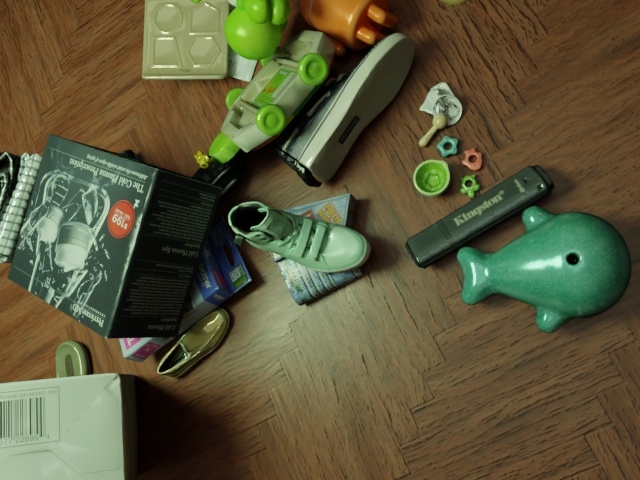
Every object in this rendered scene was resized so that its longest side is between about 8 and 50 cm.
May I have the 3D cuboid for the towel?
[{"bbox_3d":[-0.669,-0.069,1.286,0.121,0.283,0.235,16,85,-7],"label":"towel"}]

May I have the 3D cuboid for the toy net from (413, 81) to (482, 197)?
[{"bbox_3d":[0.241,-0.195,1.090,0.122,0.045,0.232,-1,81,21],"label":"toy net"}]

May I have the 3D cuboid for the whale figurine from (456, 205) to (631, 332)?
[{"bbox_3d":[0.362,0.044,0.955,0.272,0.141,0.216,-6,80,20],"label":"whale figurine"}]

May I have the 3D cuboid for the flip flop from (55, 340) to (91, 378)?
[{"bbox_3d":[-0.555,0.359,1.285,0.112,0.080,0.277,-18,76,17],"label":"flip flop"}]

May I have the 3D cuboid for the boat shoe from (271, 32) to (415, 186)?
[{"bbox_3d":[0.027,-0.284,1.144,0.158,0.127,0.340,40,94,30],"label":"boat shoe"}]

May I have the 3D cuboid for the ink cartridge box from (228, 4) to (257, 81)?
[{"bbox_3d":[-0.238,-0.471,1.324,0.232,0.066,0.189,18,88,1],"label":"ink cartridge box"}]

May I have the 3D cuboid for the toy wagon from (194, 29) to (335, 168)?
[{"bbox_3d":[-0.116,-0.271,1.147,0.344,0.068,0.267,-50,30,2],"label":"toy wagon"}]

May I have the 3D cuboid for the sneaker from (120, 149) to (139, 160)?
[{"bbox_3d":[-0.495,-0.174,1.354,0.217,0.079,0.121,33,91,14],"label":"sneaker"}]

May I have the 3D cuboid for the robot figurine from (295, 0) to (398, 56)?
[{"bbox_3d":[0.049,-0.469,1.162,0.219,0.158,0.128,37,64,22],"label":"robot figurine"}]

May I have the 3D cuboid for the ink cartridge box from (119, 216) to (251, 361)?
[{"bbox_3d":[-0.308,0.095,1.225,0.311,0.065,0.186,-34,58,10],"label":"ink cartridge box"}]

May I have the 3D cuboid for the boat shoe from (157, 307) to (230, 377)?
[{"bbox_3d":[-0.265,0.216,1.202,0.068,0.072,0.190,43,97,21],"label":"boat shoe"}]

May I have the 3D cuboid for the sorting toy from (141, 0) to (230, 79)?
[{"bbox_3d":[-0.297,-0.453,1.286,0.193,0.038,0.208,1,82,5],"label":"sorting toy"}]

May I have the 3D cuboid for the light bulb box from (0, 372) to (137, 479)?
[{"bbox_3d":[-0.526,0.371,1.054,0.358,0.361,0.225,-2,78,-15],"label":"light bulb box"}]

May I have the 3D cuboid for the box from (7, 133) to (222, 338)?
[{"bbox_3d":[-0.411,-0.011,1.145,0.343,0.179,0.313,19,94,32],"label":"box"}]

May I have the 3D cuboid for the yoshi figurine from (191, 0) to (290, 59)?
[{"bbox_3d":[-0.163,-0.498,1.179,0.203,0.203,0.362,-29,50,4],"label":"yoshi figurine"}]

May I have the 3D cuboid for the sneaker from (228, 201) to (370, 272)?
[{"bbox_3d":[-0.043,-0.005,1.040,0.256,0.151,0.094,11,83,16],"label":"sneaker"}]

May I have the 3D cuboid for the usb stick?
[{"bbox_3d":[0.281,-0.041,1.042,0.278,0.045,0.077,-32,37,13],"label":"usb stick"}]

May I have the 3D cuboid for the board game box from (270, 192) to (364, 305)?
[{"bbox_3d":[0.000,0.000,1.137,0.194,0.060,0.194,-28,75,11],"label":"board game box"}]

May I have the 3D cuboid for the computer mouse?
[{"bbox_3d":[-0.259,-0.126,1.265,0.184,0.060,0.262,31,83,45],"label":"computer mouse"}]

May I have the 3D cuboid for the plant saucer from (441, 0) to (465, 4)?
[{"bbox_3d":[0.268,-0.510,1.145,0.083,0.015,0.083,-3,81,20],"label":"plant saucer"}]
